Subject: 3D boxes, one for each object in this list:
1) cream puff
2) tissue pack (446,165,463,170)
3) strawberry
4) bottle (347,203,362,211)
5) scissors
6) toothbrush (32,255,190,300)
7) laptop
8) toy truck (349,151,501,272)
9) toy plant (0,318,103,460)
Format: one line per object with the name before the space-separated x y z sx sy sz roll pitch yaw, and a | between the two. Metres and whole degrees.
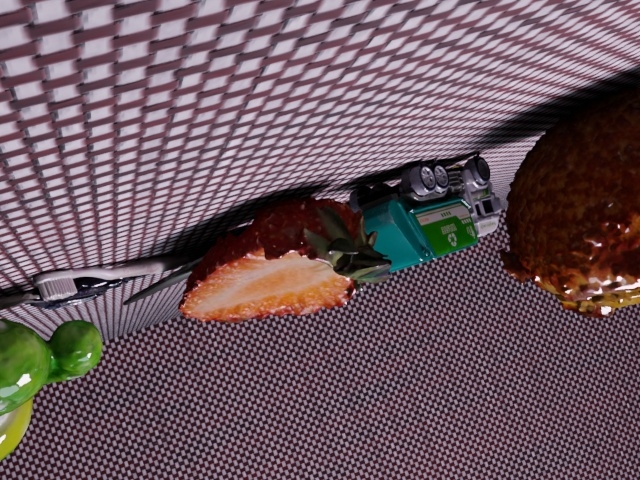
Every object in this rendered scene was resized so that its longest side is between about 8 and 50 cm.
cream puff | 0.363 -0.060 1.057 0.350 0.228 0.350 -31 -165 10
tissue pack | 0.145 -0.036 1.321 0.176 0.095 0.062 -21 176 20
strawberry | -0.047 0.017 1.032 0.286 0.106 0.188 -16 150 30
bottle | 0.000 0.000 1.307 0.202 0.072 0.072 -20 176 23
scissors | -0.344 0.070 1.031 0.109 0.022 0.300 -25 173 29
toothbrush | -0.235 0.040 1.065 0.025 0.029 0.307 -25 174 22
laptop | -0.155 0.029 1.234 0.188 0.015 0.269 -26 -179 -33
toy truck | 0.134 -0.035 1.144 0.114 0.124 0.253 -20 175 40
toy plant | -0.396 0.159 1.018 0.224 0.184 0.316 -1 158 -38
